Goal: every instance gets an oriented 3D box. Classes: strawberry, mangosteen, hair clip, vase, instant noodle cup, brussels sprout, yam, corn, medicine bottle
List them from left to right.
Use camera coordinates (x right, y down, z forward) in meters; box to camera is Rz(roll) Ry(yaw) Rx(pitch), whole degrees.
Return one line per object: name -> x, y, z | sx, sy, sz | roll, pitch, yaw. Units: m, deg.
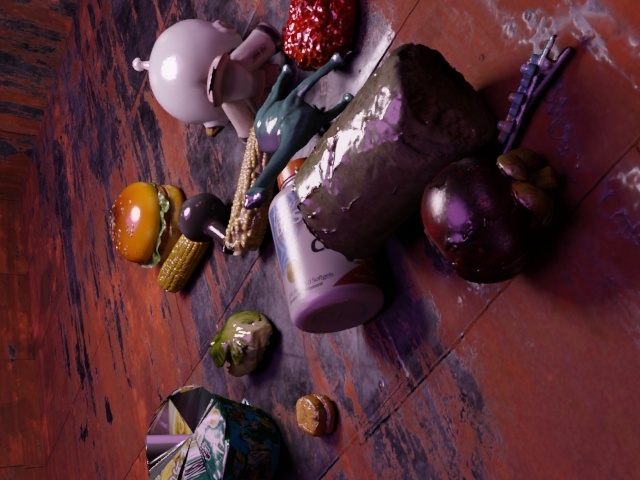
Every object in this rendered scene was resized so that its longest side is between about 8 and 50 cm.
corn -> -0.347, 0.053, 1.862 | 0.238, 0.080, 0.080 | -55, 43, 40
vase -> -0.247, -0.032, 1.701 | 0.183, 0.120, 0.120 | 38, 117, 38
instant noodle cup -> -0.200, 0.406, 1.440 | 0.240, 0.178, 0.240 | -16, 64, 35
brussels sprout -> -0.167, 0.208, 1.550 | 0.181, 0.100, 0.139 | 137, 150, -59
corn -> -0.137, -0.105, 1.558 | 0.086, 0.086, 0.288 | 21, 100, 56
strawberry -> 0.000, -0.428, 1.382 | 0.174, 0.098, 0.228 | 31, 112, 54
medicine bottle -> 0.000, 0.000, 1.258 | 0.157, 0.157, 0.288 | -45, 49, 44
yam -> 0.098, -0.124, 1.075 | 0.300, 0.195, 0.195 | -47, 47, 34
mangosteen -> 0.220, -0.037, 0.940 | 0.180, 0.166, 0.166 | -39, 50, 17
hair clip -> 0.272, -0.191, 0.982 | 0.049, 0.049, 0.173 | 56, 131, 45

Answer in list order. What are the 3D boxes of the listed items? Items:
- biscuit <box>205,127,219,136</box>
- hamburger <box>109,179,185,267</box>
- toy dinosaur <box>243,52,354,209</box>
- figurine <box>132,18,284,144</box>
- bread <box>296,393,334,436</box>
biscuit -> -0.251, -0.308, 1.826 | 0.147, 0.018, 0.071 | -33, 56, 52
hamburger -> -0.472, -0.047, 1.988 | 0.246, 0.170, 0.246 | -18, 69, 58
toy dinosaur -> -0.095, -0.167, 1.311 | 0.331, 0.129, 0.383 | -53, 20, -19
figurine -> -0.243, -0.377, 1.647 | 0.361, 0.211, 0.253 | 25, 96, 49
bread -> -0.010, 0.313, 1.327 | 0.083, 0.046, 0.081 | -47, 53, 41
